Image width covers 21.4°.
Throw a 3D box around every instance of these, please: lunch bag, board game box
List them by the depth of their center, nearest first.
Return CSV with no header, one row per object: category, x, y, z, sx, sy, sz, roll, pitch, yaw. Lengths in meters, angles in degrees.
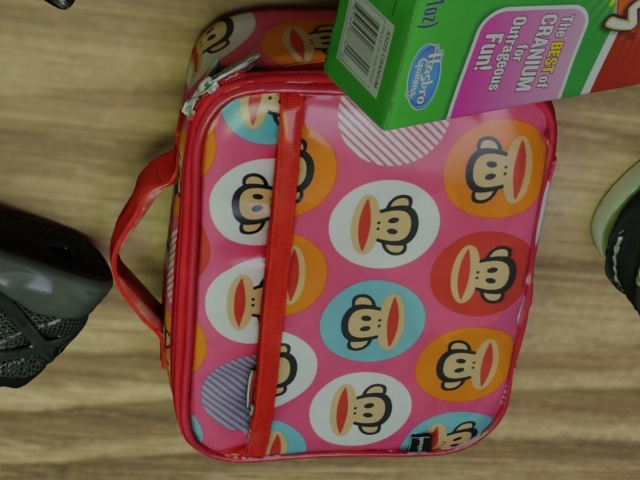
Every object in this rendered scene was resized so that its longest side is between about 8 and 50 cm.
board game box,0.170,-0.195,0.903,0.316,0.064,0.242,-13,134,-30
lunch bag,0.000,0.000,1.048,0.258,0.120,0.293,0,124,-9

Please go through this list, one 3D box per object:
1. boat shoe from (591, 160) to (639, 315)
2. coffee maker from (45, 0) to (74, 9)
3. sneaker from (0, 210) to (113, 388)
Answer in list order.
boat shoe,0.304,-0.065,1.085,0.114,0.091,0.302,26,116,-28
coffee maker,-0.116,-0.207,0.830,0.171,0.120,0.178,33,91,-33
sneaker,-0.251,0.031,1.020,0.227,0.087,0.130,21,111,-32
